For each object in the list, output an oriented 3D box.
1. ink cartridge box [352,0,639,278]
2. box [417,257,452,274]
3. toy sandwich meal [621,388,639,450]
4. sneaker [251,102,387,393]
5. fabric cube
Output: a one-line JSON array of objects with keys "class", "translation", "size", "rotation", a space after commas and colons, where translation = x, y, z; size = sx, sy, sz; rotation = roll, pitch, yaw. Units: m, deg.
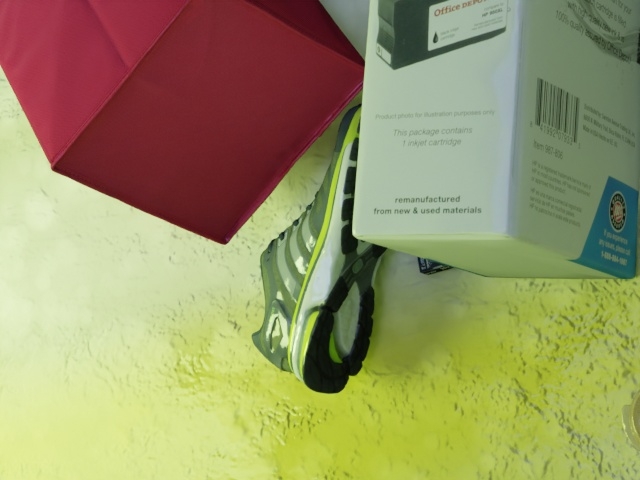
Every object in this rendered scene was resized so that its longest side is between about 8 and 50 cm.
[{"class": "ink cartridge box", "translation": [0.178, -0.175, 1.622], "size": [0.166, 0.285, 0.395], "rotation": [0, 81, 31]}, {"class": "box", "translation": [0.126, -0.014, 1.782], "size": [0.067, 0.018, 0.083], "rotation": [-18, 73, 27]}, {"class": "toy sandwich meal", "translation": [0.323, 0.166, 1.631], "size": [0.086, 0.029, 0.085], "rotation": [-6, 76, 26]}, {"class": "sneaker", "translation": [0.000, 0.000, 1.808], "size": [0.121, 0.111, 0.300], "rotation": [13, 83, 40]}, {"class": "fabric cube", "translation": [-0.151, -0.199, 1.809], "size": [0.259, 0.254, 0.258], "rotation": [-47, 46, 16]}]
